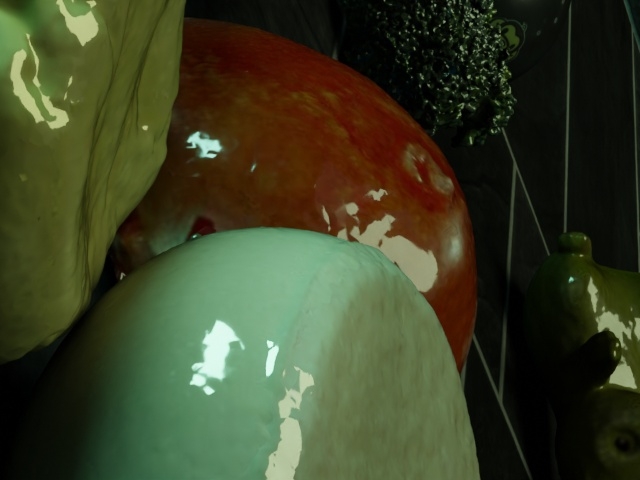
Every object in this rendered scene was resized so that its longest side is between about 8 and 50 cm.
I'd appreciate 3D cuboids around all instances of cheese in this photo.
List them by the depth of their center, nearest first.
[{"bbox_3d":[-0.121,-0.060,0.781,0.214,0.117,0.226,-74,171,-73],"label":"cheese"}]

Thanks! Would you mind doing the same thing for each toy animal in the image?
[{"bbox_3d":[0.299,0.171,1.921,0.181,0.180,0.363,16,48,-29],"label":"toy animal"}]

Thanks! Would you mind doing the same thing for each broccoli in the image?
[{"bbox_3d":[0.084,-0.155,1.623,0.160,0.167,0.155,-142,-112,-74],"label":"broccoli"}]

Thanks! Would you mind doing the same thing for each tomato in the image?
[{"bbox_3d":[0.004,0.001,1.133,0.309,0.170,0.309,-12,90,-73],"label":"tomato"}]

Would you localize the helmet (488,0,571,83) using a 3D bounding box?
[{"bbox_3d":[0.157,-0.252,1.844,0.230,0.160,0.279,61,21,-45],"label":"helmet"}]

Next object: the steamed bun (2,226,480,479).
[{"bbox_3d":[-0.042,0.136,0.864,0.283,0.177,0.283,-7,90,-69],"label":"steamed bun"}]
